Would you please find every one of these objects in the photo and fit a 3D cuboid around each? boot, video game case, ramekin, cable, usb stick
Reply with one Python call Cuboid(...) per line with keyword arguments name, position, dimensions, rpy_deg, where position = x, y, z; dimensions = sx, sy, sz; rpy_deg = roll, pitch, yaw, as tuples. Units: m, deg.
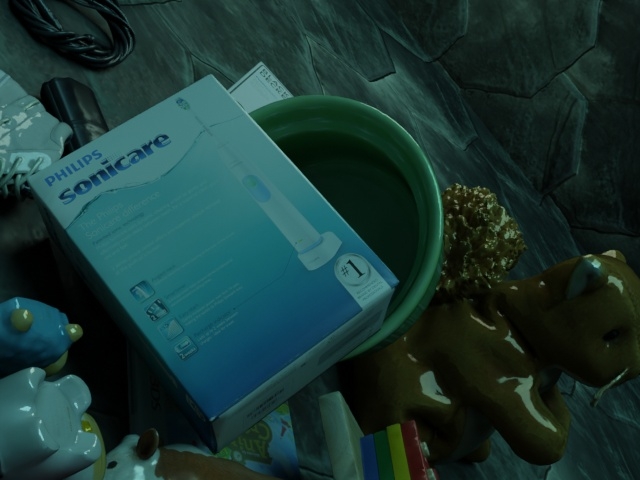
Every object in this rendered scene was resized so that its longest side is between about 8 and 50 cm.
Cuboid(name="boot", position=(-0.314, -0.077, 0.838), dimensions=(0.123, 0.095, 0.258), rpy_deg=(34, 29, -17))
Cuboid(name="video game case", position=(-0.112, 0.170, 0.925), dimensions=(0.212, 0.023, 0.193), rpy_deg=(29, 34, -38))
Cuboid(name="ramekin", position=(0.000, 0.000, 1.010), dimensions=(0.303, 0.303, 0.148), rpy_deg=(61, 8, 19))
Cuboid(name="cable", position=(-0.320, -0.297, 1.166), dimensions=(0.184, 0.047, 0.150), rpy_deg=(27, 36, -41))
Cuboid(name="usb stick", position=(-0.249, -0.071, 0.994), dimensions=(0.077, 0.045, 0.278), rpy_deg=(17, 41, -59))

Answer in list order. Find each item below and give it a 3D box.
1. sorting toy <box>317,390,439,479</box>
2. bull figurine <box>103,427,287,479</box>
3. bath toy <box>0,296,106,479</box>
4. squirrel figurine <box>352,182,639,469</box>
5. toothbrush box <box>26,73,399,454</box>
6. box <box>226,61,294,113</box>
Cuboid(name="sorting toy", position=(0.094, 0.308, 0.874), dimensions=(0.257, 0.089, 0.255), rpy_deg=(65, 8, -49))
Cuboid(name="bull figurine", position=(-0.068, 0.274, 0.780), dimensions=(0.310, 0.101, 0.188), rpy_deg=(22, 41, -42))
Cuboid(name="bath toy", position=(-0.199, 0.219, 0.617), dimensions=(0.151, 0.129, 0.348), rpy_deg=(45, 20, -58))
Cuboid(name="squirrel figurine", position=(0.215, 0.099, 1.139), dimensions=(0.281, 0.370, 0.397), rpy_deg=(1, 55, -57))
Cuboid(name="toothbrush box", position=(-0.105, 0.016, 0.847), dimensions=(0.216, 0.126, 0.295), rpy_deg=(-35, 72, -21))
Cuboid(name="box", position=(-0.100, -0.140, 1.265), dimensions=(0.169, 0.087, 0.290), rpy_deg=(47, 26, -9))
